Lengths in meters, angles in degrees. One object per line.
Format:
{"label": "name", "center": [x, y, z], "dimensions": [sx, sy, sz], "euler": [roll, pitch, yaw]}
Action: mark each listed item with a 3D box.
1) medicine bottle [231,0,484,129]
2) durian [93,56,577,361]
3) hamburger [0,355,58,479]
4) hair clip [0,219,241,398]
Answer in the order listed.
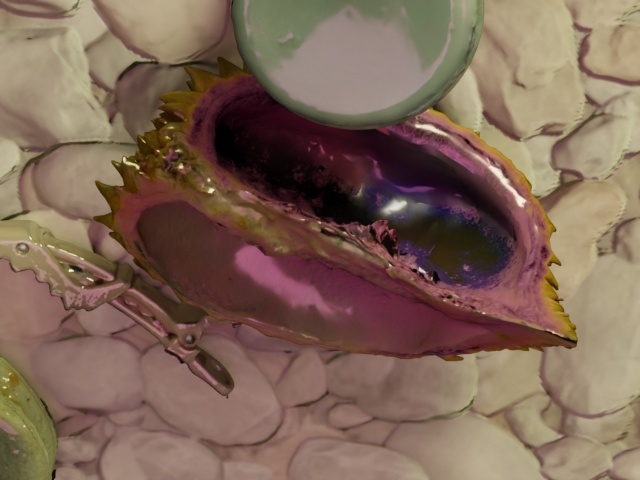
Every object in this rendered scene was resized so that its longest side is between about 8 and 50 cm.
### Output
{"label": "medicine bottle", "center": [0.020, -0.148, 1.058], "dimensions": [0.135, 0.168, 0.135], "euler": [0, 116, 0]}
{"label": "durian", "center": [-0.002, -0.004, 1.148], "dimensions": [0.260, 0.153, 0.186], "euler": [35, 125, -16]}
{"label": "hamburger", "center": [-0.239, 0.141, 1.256], "dimensions": [0.133, 0.062, 0.140], "euler": [35, 113, -11]}
{"label": "hair clip", "center": [-0.142, 0.022, 1.215], "dimensions": [0.226, 0.034, 0.072], "euler": [26, 109, -10]}
